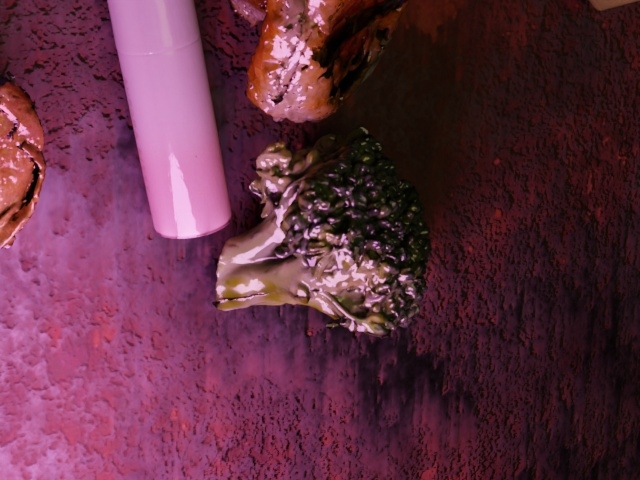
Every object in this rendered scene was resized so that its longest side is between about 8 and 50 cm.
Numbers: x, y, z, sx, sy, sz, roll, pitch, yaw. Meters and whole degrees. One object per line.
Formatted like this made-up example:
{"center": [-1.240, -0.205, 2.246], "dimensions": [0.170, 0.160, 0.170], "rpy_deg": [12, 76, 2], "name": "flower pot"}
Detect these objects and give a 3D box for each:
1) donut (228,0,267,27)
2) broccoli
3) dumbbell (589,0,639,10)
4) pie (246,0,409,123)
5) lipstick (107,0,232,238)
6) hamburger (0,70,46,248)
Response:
{"center": [-0.080, -0.359, 1.489], "dimensions": [0.151, 0.112, 0.295], "rpy_deg": [-42, 124, -8], "name": "donut"}
{"center": [0.000, 0.000, 1.641], "dimensions": [0.245, 0.248, 0.288], "rpy_deg": [-6, 127, 10], "name": "broccoli"}
{"center": [0.292, -0.398, 1.695], "dimensions": [0.108, 0.121, 0.302], "rpy_deg": [-31, 126, 17], "name": "dumbbell"}
{"center": [0.025, -0.237, 1.531], "dimensions": [0.308, 0.085, 0.308], "rpy_deg": [-51, 166, -17], "name": "pie"}
{"center": [-0.159, -0.166, 1.524], "dimensions": [0.087, 0.087, 0.327], "rpy_deg": [-20, 116, -23], "name": "lipstick"}
{"center": [-0.372, -0.075, 1.424], "dimensions": [0.231, 0.107, 0.231], "rpy_deg": [-12, 113, -31], "name": "hamburger"}
